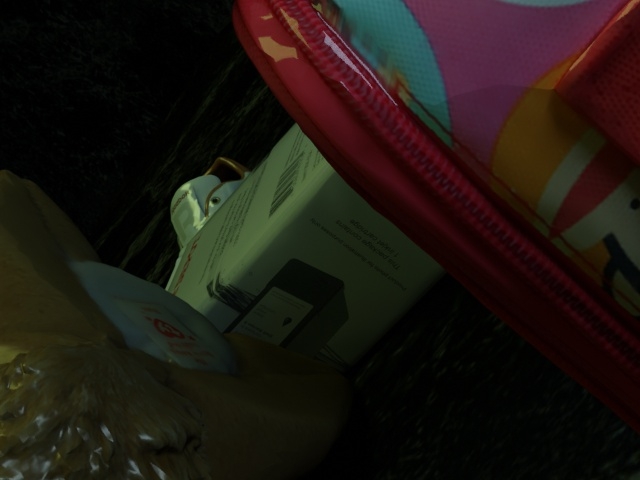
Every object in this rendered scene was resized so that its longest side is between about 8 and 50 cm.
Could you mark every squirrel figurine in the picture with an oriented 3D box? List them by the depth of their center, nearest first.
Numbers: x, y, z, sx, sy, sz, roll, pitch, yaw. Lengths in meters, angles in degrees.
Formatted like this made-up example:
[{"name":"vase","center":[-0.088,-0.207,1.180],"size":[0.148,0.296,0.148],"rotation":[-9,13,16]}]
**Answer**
[{"name":"squirrel figurine","center":[-0.188,0.213,1.074],"size":[0.370,0.281,0.397],"rotation":[-58,8,13]}]

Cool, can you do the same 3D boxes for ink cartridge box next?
[{"name":"ink cartridge box","center":[0.000,0.000,1.287],"size":[0.273,0.115,0.198],"rotation":[-47,13,30]}]

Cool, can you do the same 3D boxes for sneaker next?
[{"name":"sneaker","center":[-0.093,0.023,1.573],"size":[0.106,0.123,0.290],"rotation":[-46,15,25]}]

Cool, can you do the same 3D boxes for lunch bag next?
[{"name":"lunch bag","center":[0.116,-0.005,0.430],"size":[0.120,0.293,0.258],"rotation":[-46,13,13]}]
